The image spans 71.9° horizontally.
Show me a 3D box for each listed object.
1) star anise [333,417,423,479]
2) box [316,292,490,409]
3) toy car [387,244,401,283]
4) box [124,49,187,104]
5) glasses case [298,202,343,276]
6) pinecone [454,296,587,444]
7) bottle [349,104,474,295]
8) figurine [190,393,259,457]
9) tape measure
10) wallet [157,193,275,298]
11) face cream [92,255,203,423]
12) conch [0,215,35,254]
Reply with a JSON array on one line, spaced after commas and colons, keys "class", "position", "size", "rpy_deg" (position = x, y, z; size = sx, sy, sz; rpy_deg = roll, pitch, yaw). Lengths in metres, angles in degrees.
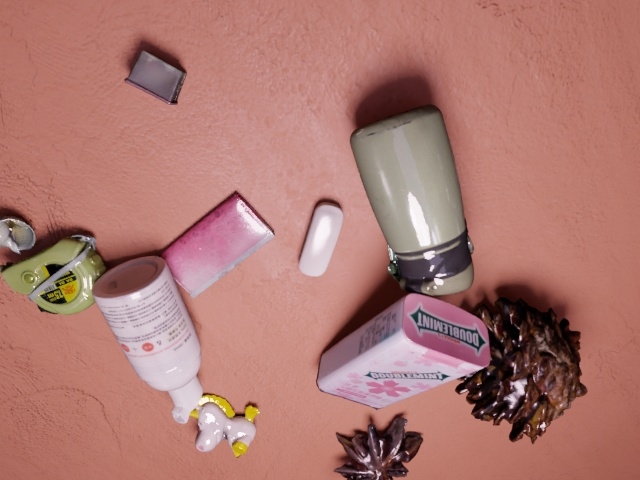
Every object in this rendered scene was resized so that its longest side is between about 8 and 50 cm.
[{"class": "star anise", "position": [0.142, 0.568, 1.136], "size": [0.212, 0.129, 0.283], "rpy_deg": [21, 102, -19]}, {"class": "box", "position": [0.147, 0.244, 0.911], "size": [0.190, 0.112, 0.370], "rpy_deg": [24, 143, -15]}, {"class": "toy car", "position": [0.174, 0.003, 0.919], "size": [0.093, 0.058, 0.186], "rpy_deg": [-11, 102, -1]}, {"class": "box", "position": [-0.280, -0.281, 0.762], "size": [0.084, 0.060, 0.063], "rpy_deg": [25, 105, -13]}, {"class": "glasses case", "position": [0.000, 0.000, 0.913], "size": [0.063, 0.041, 0.164], "rpy_deg": [13, 112, -11]}, {"class": "pinecone", "position": [0.409, 0.268, 0.946], "size": [0.296, 0.298, 0.242], "rpy_deg": [34, 152, -7]}, {"class": "bottle", "position": [0.179, -0.057, 0.803], "size": [0.168, 0.168, 0.347], "rpy_deg": [-19, 102, 4]}, {"class": "figurine", "position": [-0.243, 0.450, 1.078], "size": [0.178, 0.109, 0.130], "rpy_deg": [18, 85, -11]}, {"class": "tape measure", "position": [-0.510, 0.071, 0.882], "size": [0.177, 0.087, 0.154], "rpy_deg": [-26, 101, 6]}, {"class": "wallet", "position": [-0.219, 0.014, 0.912], "size": [0.232, 0.025, 0.119], "rpy_deg": [-36, 112, 11]}, {"class": "face cream", "position": [-0.331, 0.224, 0.933], "size": [0.145, 0.145, 0.370], "rpy_deg": [-11, 120, 1]}, {"class": "conch", "position": [-0.602, -0.017, 0.855], "size": [0.076, 0.056, 0.085], "rpy_deg": [-35, 143, -7]}]
